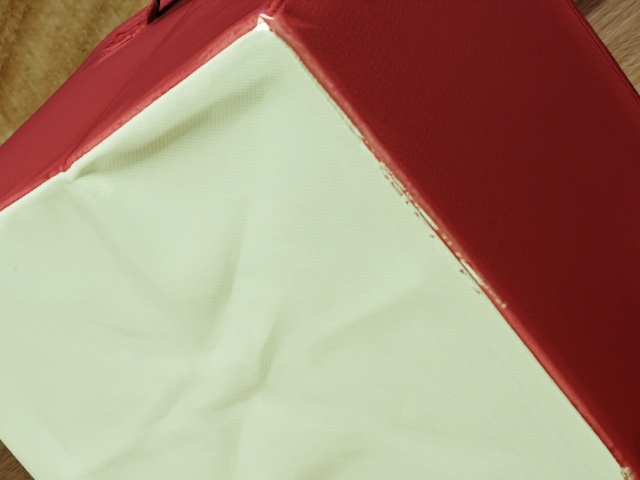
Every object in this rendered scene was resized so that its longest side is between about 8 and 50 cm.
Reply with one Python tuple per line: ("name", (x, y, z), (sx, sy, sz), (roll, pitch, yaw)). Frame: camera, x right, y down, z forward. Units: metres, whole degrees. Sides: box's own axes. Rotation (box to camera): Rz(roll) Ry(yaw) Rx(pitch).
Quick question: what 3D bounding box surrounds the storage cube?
("storage cube", (0.000, 0.000, 0.674), (0.183, 0.215, 0.193), (-31, 16, 30))
